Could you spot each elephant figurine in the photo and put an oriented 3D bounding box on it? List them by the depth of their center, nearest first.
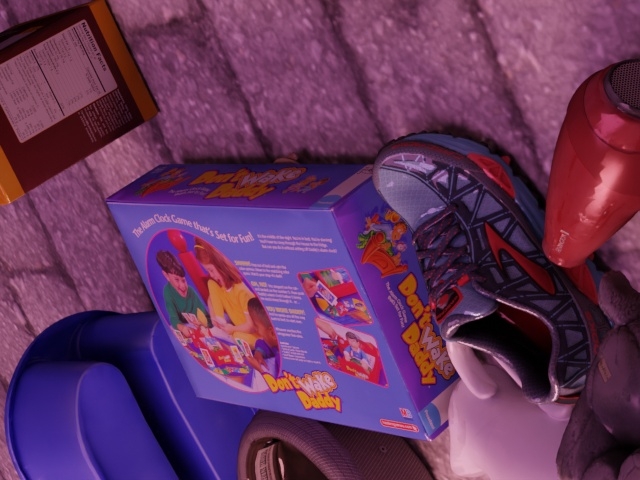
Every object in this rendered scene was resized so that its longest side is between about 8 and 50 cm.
[{"bbox_3d":[0.301,0.159,1.142,0.186,0.239,0.169,-69,24,10],"label":"elephant figurine"}]

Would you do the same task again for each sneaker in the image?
[{"bbox_3d":[0.127,0.020,1.242,0.262,0.125,0.104,44,141,15],"label":"sneaker"}]

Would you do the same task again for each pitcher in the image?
[{"bbox_3d":[0.185,0.159,1.294,0.207,0.125,0.177,27,146,50],"label":"pitcher"}]

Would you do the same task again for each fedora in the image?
[{"bbox_3d":[0.037,0.273,1.575,0.275,0.124,0.243,54,145,17],"label":"fedora"}]

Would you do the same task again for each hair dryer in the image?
[{"bbox_3d":[0.252,-0.022,1.092,0.293,0.080,0.223,-7,114,54],"label":"hair dryer"}]

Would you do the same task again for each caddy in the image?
[{"bbox_3d":[-0.191,0.233,1.725,0.179,0.241,0.341,-15,106,50],"label":"caddy"}]

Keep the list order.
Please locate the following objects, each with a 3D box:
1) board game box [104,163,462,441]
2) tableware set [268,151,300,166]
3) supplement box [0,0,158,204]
[{"bbox_3d":[-0.033,0.048,1.473,0.347,0.078,0.233,4,123,50],"label":"board game box"},{"bbox_3d":[0.000,0.000,1.480,0.168,0.020,0.141,48,148,9],"label":"tableware set"},{"bbox_3d":[-0.306,-0.132,1.585,0.191,0.194,0.129,-3,116,52],"label":"supplement box"}]
